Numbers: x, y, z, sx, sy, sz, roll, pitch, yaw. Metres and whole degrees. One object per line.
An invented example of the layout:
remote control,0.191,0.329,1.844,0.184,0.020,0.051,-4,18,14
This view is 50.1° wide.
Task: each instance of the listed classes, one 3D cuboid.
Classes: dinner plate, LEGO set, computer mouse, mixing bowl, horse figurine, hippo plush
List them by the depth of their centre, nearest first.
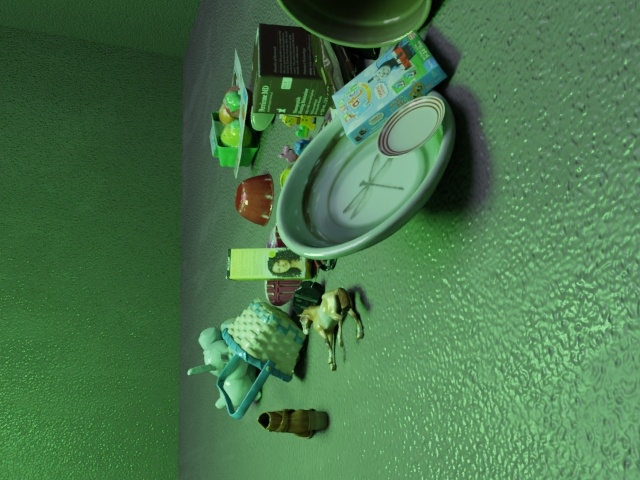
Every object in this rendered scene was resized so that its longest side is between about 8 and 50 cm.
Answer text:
dinner plate,0.161,-0.199,1.212,0.141,0.017,0.141,-27,41,27
horse figurine,0.028,0.187,1.602,0.263,0.066,0.174,118,144,-50
computer mouse,-0.016,0.095,1.742,0.041,0.071,0.242,-77,8,-57
LEGO set,-0.071,-0.319,1.938,0.087,0.093,0.227,-135,53,-64
hippo plush,-0.253,0.402,2.174,0.294,0.234,0.237,-99,-10,-70
mixing bowl,-0.230,-0.142,2.310,0.181,0.098,0.181,-174,90,-69

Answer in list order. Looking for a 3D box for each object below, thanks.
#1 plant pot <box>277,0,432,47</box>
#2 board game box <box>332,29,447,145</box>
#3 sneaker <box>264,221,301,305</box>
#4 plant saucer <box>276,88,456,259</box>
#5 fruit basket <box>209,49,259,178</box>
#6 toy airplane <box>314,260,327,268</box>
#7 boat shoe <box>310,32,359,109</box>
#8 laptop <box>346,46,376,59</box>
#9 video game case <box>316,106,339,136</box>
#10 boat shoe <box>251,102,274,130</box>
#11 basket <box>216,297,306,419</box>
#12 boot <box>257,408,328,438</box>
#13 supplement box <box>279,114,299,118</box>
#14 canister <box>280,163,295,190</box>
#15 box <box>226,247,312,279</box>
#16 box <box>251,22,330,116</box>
plant pot,0.084,-0.597,1.358,0.323,0.323,0.280,141,147,-62
board game box,0.127,-0.296,1.323,0.211,0.039,0.160,-37,37,18
sneaker,-0.109,0.063,1.959,0.111,0.103,0.252,167,113,-73
plant saucer,0.097,-0.115,1.302,0.400,0.100,0.400,-29,39,26
fruit basket,-0.314,-0.456,2.465,0.327,0.165,0.353,-107,17,-44
toy airplane,0.000,0.000,1.767,0.151,0.028,0.151,-176,90,-70
boat shoe,0.045,-0.429,1.649,0.095,0.095,0.257,119,140,-66
laptop,0.116,-0.583,1.623,0.264,0.136,0.234,-56,26,4
video game case,0.028,-0.208,1.723,0.232,0.041,0.210,118,151,-46
boat shoe,-0.184,-0.483,2.303,0.068,0.081,0.228,-136,61,-68
basket,-0.179,0.323,1.876,0.289,0.201,0.255,-52,23,-1
boot,-0.085,0.453,1.708,0.197,0.152,0.073,132,138,-58
supplement box,-0.077,-0.391,2.015,0.098,0.062,0.036,145,126,-63
canister,-0.063,-0.138,1.822,0.170,0.073,0.126,-98,-1,-78
box,-0.140,0.065,1.861,0.058,0.232,0.087,26,-117,-69
box,-0.070,-0.438,1.776,0.168,0.203,0.167,114,154,-65
